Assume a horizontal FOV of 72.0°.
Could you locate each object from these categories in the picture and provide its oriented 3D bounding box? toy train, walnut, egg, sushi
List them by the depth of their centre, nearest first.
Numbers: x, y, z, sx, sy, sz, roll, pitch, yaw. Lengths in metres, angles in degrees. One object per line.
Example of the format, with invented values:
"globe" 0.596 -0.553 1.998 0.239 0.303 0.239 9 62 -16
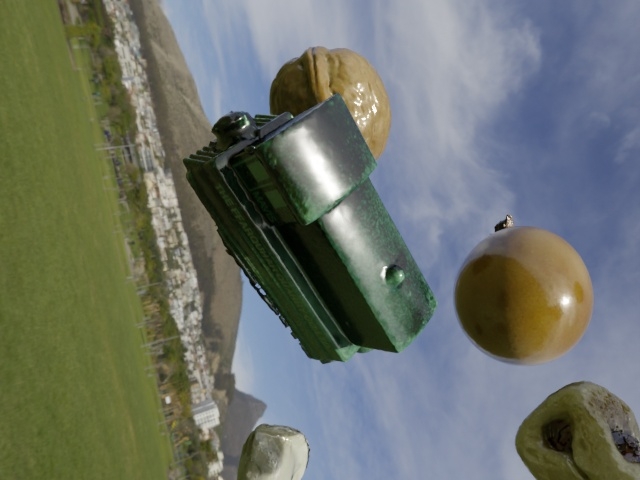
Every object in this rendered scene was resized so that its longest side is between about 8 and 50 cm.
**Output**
"toy train" 0.000 0.000 0.485 0.178 0.138 0.330 -8 -60 54
"egg" 0.403 0.101 0.885 0.250 0.322 0.250 18 -53 24
"walnut" 0.023 -0.305 1.057 0.277 0.252 0.312 -5 -76 46
"sushi" 0.586 -0.039 1.416 0.050 0.047 0.099 -88 -161 -54

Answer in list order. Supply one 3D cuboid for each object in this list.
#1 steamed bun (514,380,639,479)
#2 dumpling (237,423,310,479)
"steamed bun" 0.378 0.307 0.604 0.172 0.141 0.155 -62 -165 18
"dumpling" -0.102 0.510 0.984 0.142 0.173 0.247 34 -64 59
